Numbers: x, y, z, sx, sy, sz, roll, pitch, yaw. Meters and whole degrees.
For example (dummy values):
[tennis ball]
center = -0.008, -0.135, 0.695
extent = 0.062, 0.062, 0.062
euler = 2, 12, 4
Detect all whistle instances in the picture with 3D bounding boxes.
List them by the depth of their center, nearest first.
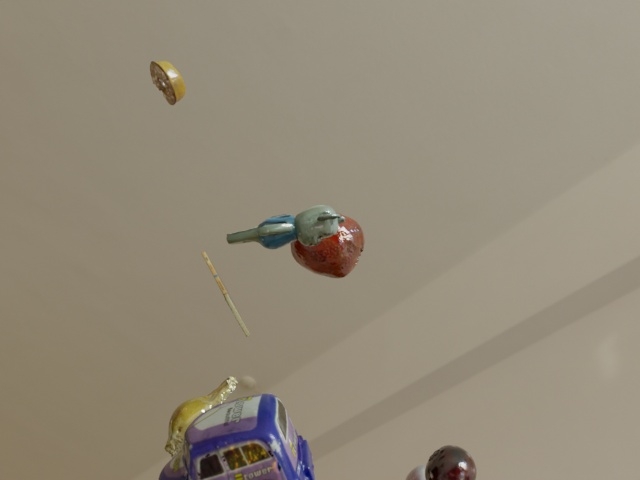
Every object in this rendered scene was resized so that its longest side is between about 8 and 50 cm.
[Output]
[whistle]
center = -0.067, -0.017, 0.914
extent = 0.236, 0.114, 0.077
euler = -11, -95, 9

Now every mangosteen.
[mangosteen]
center = 0.201, 0.355, 0.717
extent = 0.081, 0.081, 0.081
euler = 3, -59, 5

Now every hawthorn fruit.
[hawthorn fruit]
center = 0.000, 0.000, 1.380
extent = 0.253, 0.205, 0.205
euler = 22, -59, 2

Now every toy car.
[toy car]
center = -0.137, 0.337, 0.712
extent = 0.235, 0.172, 0.157
euler = -19, -80, -2

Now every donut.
[donut]
center = -0.372, -0.391, 1.152
extent = 0.108, 0.043, 0.097
euler = 54, -29, -5

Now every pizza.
[pizza]
center = -0.305, 0.418, 1.173
extent = 0.080, 0.188, 0.204
euler = 44, -80, 0

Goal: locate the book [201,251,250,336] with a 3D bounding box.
[book]
center = -0.273, 0.150, 1.348
extent = 0.018, 0.241, 0.170
euler = -29, -54, -12

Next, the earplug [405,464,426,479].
[earplug]
center = 0.327, 0.806, 1.478
extent = 0.172, 0.172, 0.301
euler = -1, -54, 8
